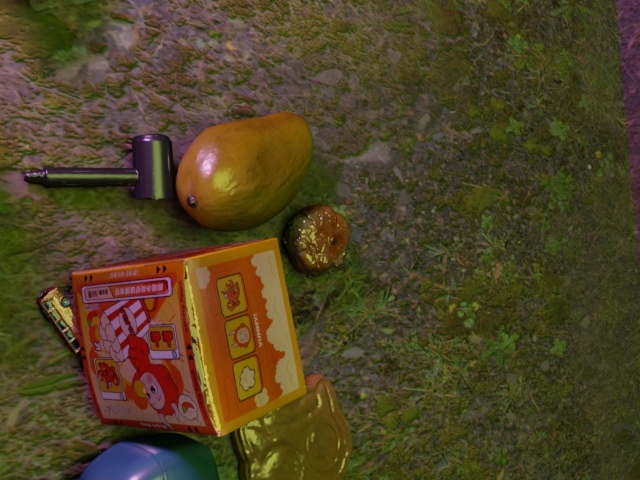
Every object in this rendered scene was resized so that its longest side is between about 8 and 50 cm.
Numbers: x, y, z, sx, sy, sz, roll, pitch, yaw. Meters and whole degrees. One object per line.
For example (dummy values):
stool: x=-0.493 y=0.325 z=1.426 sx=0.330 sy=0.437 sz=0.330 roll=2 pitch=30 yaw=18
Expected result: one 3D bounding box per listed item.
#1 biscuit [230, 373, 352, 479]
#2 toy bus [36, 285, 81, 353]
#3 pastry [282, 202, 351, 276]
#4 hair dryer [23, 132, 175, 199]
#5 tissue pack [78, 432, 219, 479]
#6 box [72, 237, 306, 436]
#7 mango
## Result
biscuit: x=-0.042 y=0.409 z=1.439 sx=0.269 sy=0.051 sz=0.376 roll=-18 pitch=98 yaw=-41
toy bus: x=-0.408 y=0.127 z=1.165 sx=0.043 sy=0.031 sz=0.110 roll=-39 pitch=111 yaw=-28
pastry: x=-0.004 y=0.000 z=1.479 sx=0.153 sy=0.081 sz=0.153 roll=4 pitch=82 yaw=-29
hair dryer: x=-0.363 y=-0.121 z=1.211 sx=0.248 sy=0.070 sz=0.114 roll=-2 pitch=89 yaw=-31
tissue pack: x=-0.270 y=0.463 z=1.146 sx=0.206 sy=0.198 sz=0.287 roll=-11 pitch=96 yaw=-41
box: x=-0.211 y=0.147 z=1.146 sx=0.214 sy=0.283 sz=0.260 roll=-16 pitch=97 yaw=-51
mango: x=-0.128 y=-0.125 z=1.346 sx=0.331 sy=0.142 sz=0.195 roll=-23 pitch=107 yaw=-46
